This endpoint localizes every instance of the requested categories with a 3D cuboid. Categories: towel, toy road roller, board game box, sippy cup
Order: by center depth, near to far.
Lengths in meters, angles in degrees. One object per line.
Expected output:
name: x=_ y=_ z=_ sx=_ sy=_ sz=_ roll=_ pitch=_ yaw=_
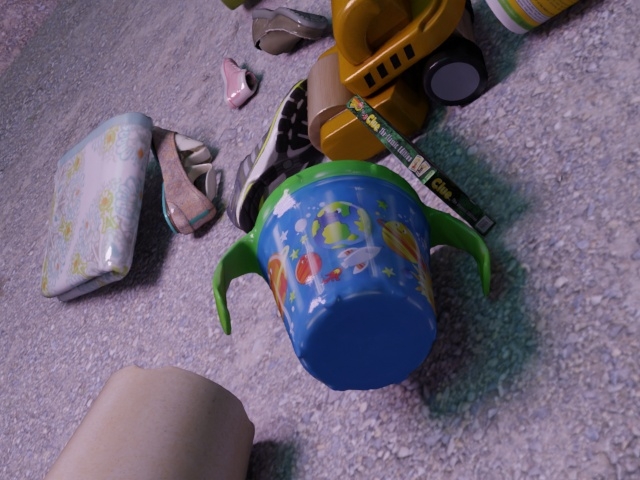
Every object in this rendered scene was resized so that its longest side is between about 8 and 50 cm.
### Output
sippy cup: x=0.041 y=0.055 z=1.163 sx=0.305 sy=0.240 sz=0.224 roll=-37 pitch=34 yaw=18
board game box: x=0.132 y=-0.108 z=1.293 sx=0.030 sy=0.136 sz=0.259 roll=-46 pitch=37 yaw=8
toy road roller: x=0.073 y=-0.293 z=1.418 sx=0.330 sy=0.241 sz=0.202 roll=-31 pitch=41 yaw=30
towel: x=-0.449 y=-0.057 z=1.890 sx=0.374 sy=0.090 sz=0.320 roll=-20 pitch=62 yaw=53

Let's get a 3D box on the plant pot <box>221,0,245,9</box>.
plant pot: x=-0.125 y=-0.674 z=1.972 sx=0.294 sy=0.274 sz=0.274 roll=-26 pitch=42 yaw=13

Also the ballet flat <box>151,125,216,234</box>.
ballet flat: x=-0.255 y=-0.131 z=1.814 sx=0.106 sy=0.107 sz=0.316 roll=-27 pitch=46 yaw=5

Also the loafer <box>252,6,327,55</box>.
loafer: x=-0.063 y=-0.394 z=1.808 sx=0.251 sy=0.094 sz=0.087 roll=-153 pitch=71 yaw=-64

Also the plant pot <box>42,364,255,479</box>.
plant pot: x=-0.231 y=0.345 z=1.236 sx=0.334 sy=0.334 sz=0.305 roll=-23 pitch=35 yaw=37

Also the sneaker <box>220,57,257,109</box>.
sneaker: x=-0.158 y=-0.325 z=1.881 sx=0.070 sy=0.051 sz=0.134 roll=-32 pitch=45 yaw=27

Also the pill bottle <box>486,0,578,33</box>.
pill bottle: x=0.342 y=-0.399 z=1.280 sx=0.246 sy=0.136 sz=0.136 roll=-29 pitch=43 yaw=32

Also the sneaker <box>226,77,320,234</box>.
sneaker: x=-0.078 y=-0.145 z=1.597 sx=0.121 sy=0.111 sz=0.299 roll=10 pitch=68 yaw=56
